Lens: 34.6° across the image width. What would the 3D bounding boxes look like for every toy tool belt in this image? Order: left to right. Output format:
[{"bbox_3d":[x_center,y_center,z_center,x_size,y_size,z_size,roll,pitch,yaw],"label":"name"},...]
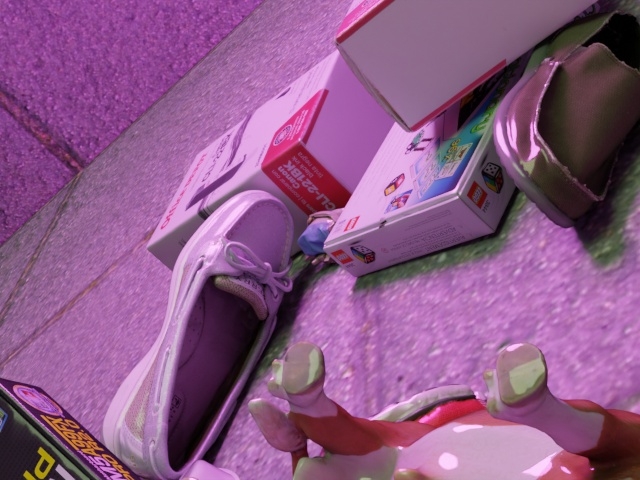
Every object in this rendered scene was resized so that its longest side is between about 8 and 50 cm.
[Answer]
[{"bbox_3d":[0.000,0.000,1.053,0.083,0.052,0.051,-24,21,47],"label":"toy tool belt"}]

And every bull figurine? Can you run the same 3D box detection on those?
[{"bbox_3d":[0.091,0.110,0.415,0.310,0.188,0.101,-13,53,39],"label":"bull figurine"}]

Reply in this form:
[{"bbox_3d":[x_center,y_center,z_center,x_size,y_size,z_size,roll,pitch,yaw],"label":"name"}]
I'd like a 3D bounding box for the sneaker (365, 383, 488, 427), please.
[{"bbox_3d":[0.025,0.210,0.577,0.279,0.107,0.118,-51,39,-4],"label":"sneaker"}]

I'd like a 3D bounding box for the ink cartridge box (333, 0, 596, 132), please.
[{"bbox_3d":[0.139,-0.248,0.976,0.207,0.117,0.283,-36,17,24],"label":"ink cartridge box"}]

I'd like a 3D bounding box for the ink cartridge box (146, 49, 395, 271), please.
[{"bbox_3d":[-0.055,-0.071,1.204,0.273,0.114,0.197,-32,25,36],"label":"ink cartridge box"}]

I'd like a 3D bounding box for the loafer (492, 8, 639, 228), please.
[{"bbox_3d":[0.202,-0.110,0.795,0.087,0.094,0.251,-35,22,40],"label":"loafer"}]

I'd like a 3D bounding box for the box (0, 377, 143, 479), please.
[{"bbox_3d":[-0.231,0.269,0.746,0.216,0.060,0.270,33,92,33],"label":"box"}]

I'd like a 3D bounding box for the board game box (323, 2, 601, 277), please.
[{"bbox_3d":[0.137,-0.110,0.986,0.193,0.053,0.305,-21,32,52],"label":"board game box"}]

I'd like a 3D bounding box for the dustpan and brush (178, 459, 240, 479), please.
[{"bbox_3d":[-0.093,0.224,0.780,0.147,0.060,0.211,-56,3,-31],"label":"dustpan and brush"}]

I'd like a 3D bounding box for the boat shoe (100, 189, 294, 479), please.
[{"bbox_3d":[-0.098,0.088,1.002,0.103,0.118,0.320,-8,46,51],"label":"boat shoe"}]
